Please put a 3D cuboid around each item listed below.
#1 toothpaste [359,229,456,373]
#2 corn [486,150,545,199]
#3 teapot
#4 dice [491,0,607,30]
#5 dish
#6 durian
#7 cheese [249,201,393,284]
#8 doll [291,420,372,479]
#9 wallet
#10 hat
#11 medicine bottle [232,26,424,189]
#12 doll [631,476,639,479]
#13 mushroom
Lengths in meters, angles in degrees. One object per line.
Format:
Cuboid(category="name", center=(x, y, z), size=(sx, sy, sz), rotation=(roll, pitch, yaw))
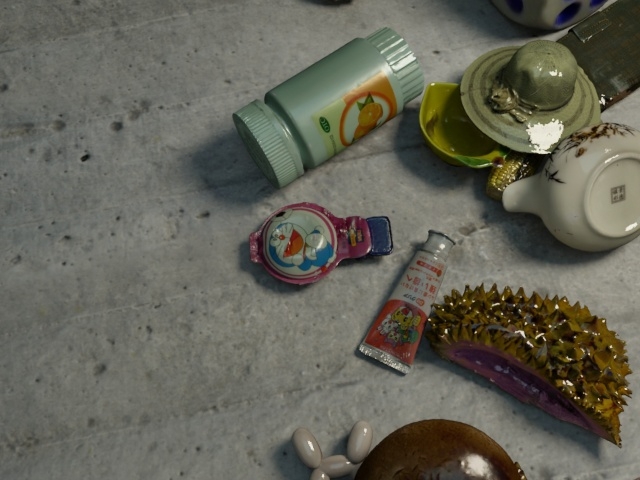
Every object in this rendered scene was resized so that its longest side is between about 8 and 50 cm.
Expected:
Cuboid(category="toothpaste", center=(0.152, 0.096, 1.144), size=(0.089, 0.057, 0.234), rotation=(25, 80, 10))
Cuboid(category="corn", center=(0.357, -0.157, 1.217), size=(0.072, 0.072, 0.203), rotation=(32, 74, 15))
Cuboid(category="teapot", center=(0.468, -0.090, 1.141), size=(0.300, 0.166, 0.208), rotation=(-16, 98, -20))
Cuboid(category="dice", center=(0.426, -0.559, 1.270), size=(0.243, 0.259, 0.251), rotation=(-29, 70, -6))
Cuboid(category="dish", center=(0.250, -0.187, 1.230), size=(0.149, 0.080, 0.207), rotation=(-27, 68, -11))
Cuboid(category="durian", center=(0.337, 0.153, 1.071), size=(0.341, 0.112, 0.191), rotation=(28, 75, 16))
Cuboid(category="cheese", center=(0.000, 0.000, 1.182), size=(0.245, 0.062, 0.155), rotation=(-4, 66, 2))
Cuboid(category="doll", center=(0.013, 0.359, 1.041), size=(0.161, 0.059, 0.159), rotation=(-8, 67, 0))
Cuboid(category="wallet", center=(0.541, -0.346, 1.292), size=(0.317, 0.044, 0.169), rotation=(-34, 74, -8))
Cuboid(category="hat", center=(0.369, -0.273, 1.169), size=(0.252, 0.110, 0.251), rotation=(0, 60, 0))
Cuboid(category="medicine bottle", center=(0.018, -0.237, 1.223), size=(0.318, 0.158, 0.158), rotation=(-34, 70, -9))
Cuboid(category="doll", center=(0.484, 0.421, 0.965), size=(0.192, 0.095, 0.149), rotation=(39, 82, 15))
Cuboid(category="mushroom", center=(0.176, 0.393, 0.944), size=(0.278, 0.163, 0.296), rotation=(-18, 89, -6))
